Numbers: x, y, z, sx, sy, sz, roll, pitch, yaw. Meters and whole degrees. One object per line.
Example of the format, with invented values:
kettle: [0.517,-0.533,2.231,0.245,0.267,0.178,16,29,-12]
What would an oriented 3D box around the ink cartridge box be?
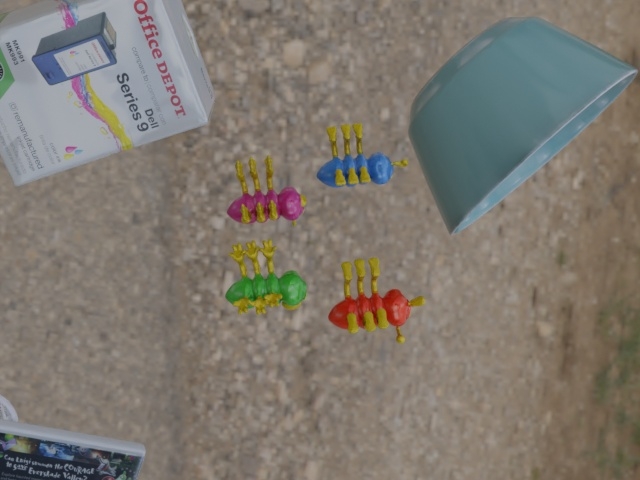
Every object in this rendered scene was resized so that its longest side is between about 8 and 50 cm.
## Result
ink cartridge box: [-0.228,-0.165,1.168,0.093,0.212,0.154,-93,165,-66]

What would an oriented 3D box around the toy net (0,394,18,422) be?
toy net: [-0.405,0.158,1.415,0.232,0.122,0.045,59,18,20]

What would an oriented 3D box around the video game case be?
video game case: [-0.297,0.273,1.225,0.190,0.022,0.173,14,105,-21]

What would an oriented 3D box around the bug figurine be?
bug figurine: [0.000,0.000,1.324,0.072,0.216,0.279,87,0,-56]

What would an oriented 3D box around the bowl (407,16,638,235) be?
bowl: [0.233,-0.167,1.509,0.163,0.311,0.311,50,36,8]
